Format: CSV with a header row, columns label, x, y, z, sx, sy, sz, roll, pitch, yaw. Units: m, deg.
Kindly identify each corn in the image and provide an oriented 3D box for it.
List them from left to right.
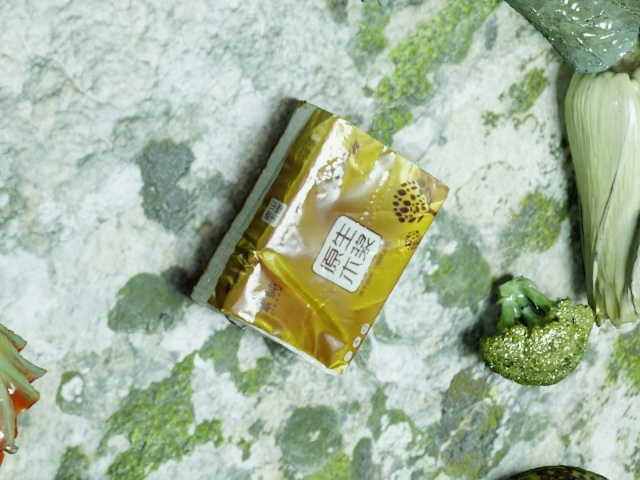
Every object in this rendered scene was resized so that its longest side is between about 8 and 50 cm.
label,x,y,z,sx,sy,sz,roll,pitch,yaw
corn,0.323,-0.050,2.072,0.122,0.123,0.305,-32,122,-47

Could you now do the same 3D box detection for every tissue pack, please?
label,x,y,z,sx,sy,sz,roll,pitch,yaw
tissue pack,0.000,0.000,1.906,0.183,0.092,0.226,30,88,-37

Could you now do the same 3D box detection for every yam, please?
label,x,y,z,sx,sy,sz,roll,pitch,yaw
yam,0.236,-0.258,1.953,0.183,0.107,0.107,34,88,-36

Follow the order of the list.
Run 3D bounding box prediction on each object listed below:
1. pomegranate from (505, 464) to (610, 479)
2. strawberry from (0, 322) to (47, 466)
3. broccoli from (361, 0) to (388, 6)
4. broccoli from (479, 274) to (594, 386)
label,x,y,z,sx,sy,sz,roll,pitch,yaw
pomegranate,0.274,0.361,2.134,0.214,0.248,0.214,-9,111,-24
strawberry,-0.422,0.139,1.596,0.343,0.292,0.292,-29,125,3
broccoli,0.080,-0.361,1.661,0.281,0.293,0.348,-36,143,-11
broccoli,0.228,0.098,2.088,0.131,0.130,0.120,-29,81,10
